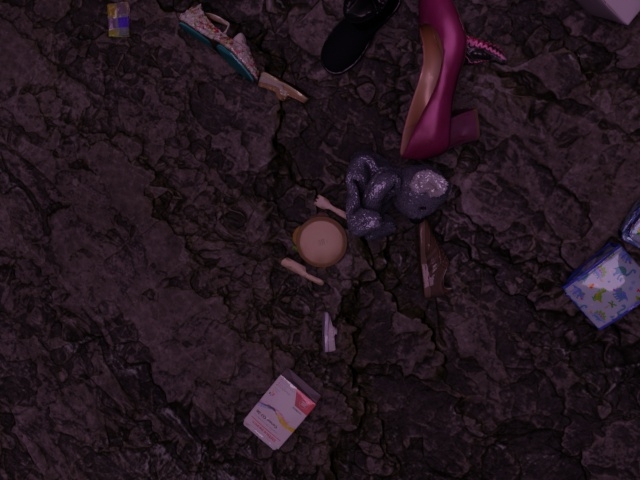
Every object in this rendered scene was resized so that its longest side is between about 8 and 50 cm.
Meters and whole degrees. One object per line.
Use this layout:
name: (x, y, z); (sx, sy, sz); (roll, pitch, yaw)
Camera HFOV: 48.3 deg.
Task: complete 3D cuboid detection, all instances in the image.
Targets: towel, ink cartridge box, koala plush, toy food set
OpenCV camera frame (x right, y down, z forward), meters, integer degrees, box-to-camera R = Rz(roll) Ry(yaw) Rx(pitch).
towel: (-0.500, -0.547, 1.765); (0.060, 0.009, 0.083); (2, 97, 12)
ink cartridge box: (-0.105, 0.430, 1.768); (0.115, 0.067, 0.198); (39, 104, 5)
koala plush: (0.180, -0.111, 1.575); (0.221, 0.196, 0.204); (-5, 86, 18)
toy food set: (0.000, 0.000, 1.710); (0.132, 0.038, 0.192); (30, 98, 1)

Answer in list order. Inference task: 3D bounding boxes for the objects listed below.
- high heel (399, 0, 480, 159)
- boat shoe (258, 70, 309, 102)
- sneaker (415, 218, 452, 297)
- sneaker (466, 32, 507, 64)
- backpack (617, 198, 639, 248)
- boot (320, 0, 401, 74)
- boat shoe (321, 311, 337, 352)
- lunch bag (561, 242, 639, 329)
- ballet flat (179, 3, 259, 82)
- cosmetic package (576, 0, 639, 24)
high heel: (0.222, -0.368, 1.536); (0.181, 0.127, 0.378); (-17, 96, -10)
boat shoe: (-0.087, -0.351, 1.676); (0.135, 0.050, 0.045); (32, 107, 18)
sneaker: (0.261, 0.037, 1.644); (0.071, 0.066, 0.189); (-7, 101, -3)
sneaker: (0.350, -0.410, 1.571); (0.119, 0.047, 0.057); (26, 122, 10)
backpack: (0.705, -0.034, 1.510); (0.105, 0.084, 0.114); (27, 100, 6)
boot: (0.073, -0.471, 1.539); (0.094, 0.207, 0.246); (46, 105, 4)
boat shoe: (0.024, 0.222, 1.733); (0.035, 0.035, 0.100); (-3, 93, -14)
lunch bag: (0.618, 0.100, 1.542); (0.151, 0.096, 0.129); (-42, 87, 5)
ballet flat: (-0.226, -0.473, 1.677); (0.241, 0.091, 0.077); (39, 82, 2)
cosmetic package: (0.623, -0.633, 1.381); (0.197, 0.155, 0.366); (32, 106, -26)
